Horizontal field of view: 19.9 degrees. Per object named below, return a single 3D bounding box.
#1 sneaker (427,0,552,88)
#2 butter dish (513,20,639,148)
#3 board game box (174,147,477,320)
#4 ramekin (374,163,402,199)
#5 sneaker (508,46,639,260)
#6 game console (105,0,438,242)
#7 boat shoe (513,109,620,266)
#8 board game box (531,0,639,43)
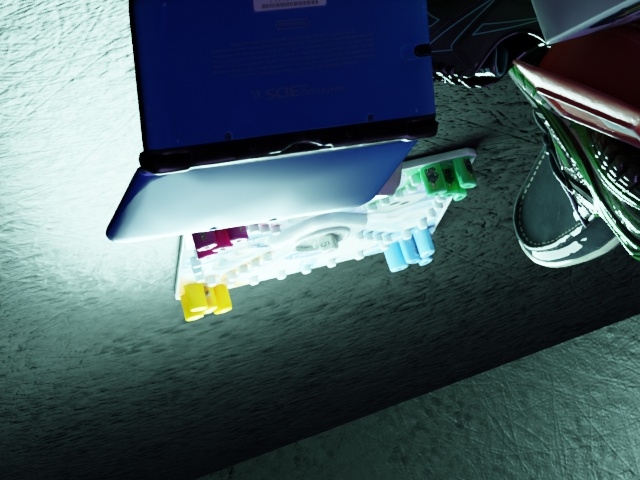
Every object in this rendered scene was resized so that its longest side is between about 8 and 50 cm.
[{"bbox_3d":[0.121,-0.197,1.803,0.267,0.106,0.101,-22,165,27],"label":"sneaker"},{"bbox_3d":[0.283,-0.163,1.718,0.160,0.118,0.160,26,180,23],"label":"butter dish"},{"bbox_3d":[0.000,0.000,2.494,0.390,0.050,0.390,-13,165,-10],"label":"board game box"},{"bbox_3d":[-0.009,-0.091,1.938,0.207,0.109,0.207,-6,179,0],"label":"ramekin"},{"bbox_3d":[0.280,-0.107,1.896,0.134,0.343,0.146,-10,133,-16],"label":"sneaker"},{"bbox_3d":[-0.057,-0.131,1.720,0.293,0.250,0.173,-9,-171,-26],"label":"game console"},{"bbox_3d":[0.338,-0.120,2.184,0.156,0.187,0.500,-3,156,-24],"label":"boat shoe"},{"bbox_3d":[0.361,-0.276,1.609,0.303,0.097,0.224,-18,178,-30],"label":"board game box"}]
